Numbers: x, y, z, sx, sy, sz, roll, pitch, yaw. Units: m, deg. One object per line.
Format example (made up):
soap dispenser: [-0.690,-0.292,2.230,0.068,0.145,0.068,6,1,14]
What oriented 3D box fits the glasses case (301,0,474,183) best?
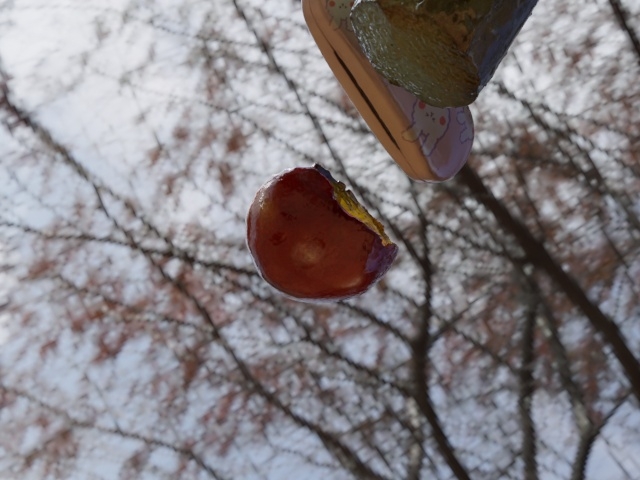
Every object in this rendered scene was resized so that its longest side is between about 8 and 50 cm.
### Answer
glasses case: [0.080,-0.192,1.520,0.075,0.113,0.297,-2,-47,48]

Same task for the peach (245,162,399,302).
peach: [-0.002,0.007,1.335,0.118,0.151,0.151,-100,-165,-48]

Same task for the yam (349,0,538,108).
yam: [0.152,-0.276,1.326,0.161,0.268,0.161,34,-7,4]
